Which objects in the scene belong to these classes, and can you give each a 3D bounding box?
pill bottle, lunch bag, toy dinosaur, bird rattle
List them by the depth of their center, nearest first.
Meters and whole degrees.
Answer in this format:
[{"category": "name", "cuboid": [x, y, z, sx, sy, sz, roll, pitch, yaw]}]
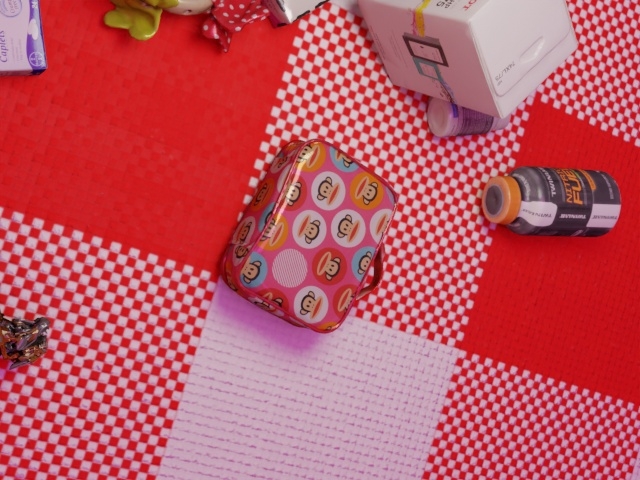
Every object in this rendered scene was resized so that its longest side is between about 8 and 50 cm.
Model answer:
[{"category": "toy dinosaur", "cuboid": [-0.542, 0.101, 1.349, 0.322, 0.164, 0.218, 2, 110, -46]}, {"category": "bird rattle", "cuboid": [-0.207, -0.408, 1.478, 0.253, 0.143, 0.207, -7, 80, -27]}, {"category": "lunch bag", "cuboid": [0.000, 0.000, 1.600, 0.258, 0.120, 0.293, 32, 80, -24]}, {"category": "pill bottle", "cuboid": [0.269, -0.228, 1.732, 0.137, 0.078, 0.078, -7, 96, -24]}, {"category": "pill bottle", "cuboid": [0.424, -0.071, 1.786, 0.245, 0.130, 0.130, 1, 93, -25]}]

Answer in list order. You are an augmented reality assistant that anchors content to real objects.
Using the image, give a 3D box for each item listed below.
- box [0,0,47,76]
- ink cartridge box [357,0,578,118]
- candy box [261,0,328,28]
[{"category": "box", "cuboid": [-0.475, -0.302, 1.385, 0.137, 0.072, 0.126, -8, 96, -24]}, {"category": "ink cartridge box", "cuboid": [0.240, -0.359, 1.576, 0.198, 0.270, 0.197, -43, 131, -17]}, {"category": "candy box", "cuboid": [-0.011, -0.477, 1.588, 0.233, 0.071, 0.159, -35, 107, -20]}]
